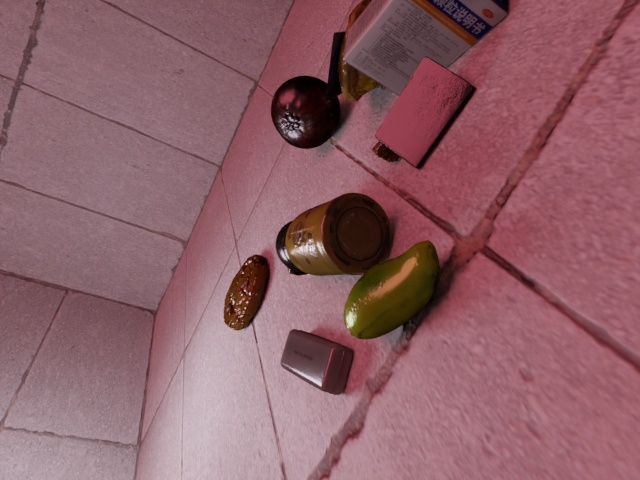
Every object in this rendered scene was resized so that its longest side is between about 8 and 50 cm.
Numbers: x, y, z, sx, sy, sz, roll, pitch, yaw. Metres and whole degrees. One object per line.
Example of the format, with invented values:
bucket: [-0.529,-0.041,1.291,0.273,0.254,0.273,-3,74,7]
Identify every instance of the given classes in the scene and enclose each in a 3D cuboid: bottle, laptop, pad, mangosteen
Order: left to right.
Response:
mangosteen: [-0.031,-0.435,1.435,0.235,0.235,0.261,-40,3,47]
bottle: [0.000,0.000,1.037,0.351,0.171,0.172,-10,61,62]
pad: [0.068,-0.477,1.166,0.243,0.004,0.164,-49,-28,-54]
laptop: [0.213,-0.266,0.912,0.135,0.016,0.197,45,116,23]

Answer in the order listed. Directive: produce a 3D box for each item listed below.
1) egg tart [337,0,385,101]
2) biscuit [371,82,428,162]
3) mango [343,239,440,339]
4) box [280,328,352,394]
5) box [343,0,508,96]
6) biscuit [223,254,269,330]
egg tart: [0.138,-0.501,1.171,0.291,0.106,0.291,19,-90,-74]
biscuit: [0.197,-0.262,0.969,0.199,0.064,0.034,-52,24,31]
mango: [0.129,0.088,0.777,0.233,0.111,0.125,-53,33,28]
box: [-0.016,0.271,0.996,0.243,0.055,0.103,-6,65,64]
box: [0.213,-0.467,0.936,0.299,0.200,0.107,-33,41,52]
biscuit: [-0.282,0.187,1.594,0.296,0.075,0.296,-45,34,41]
